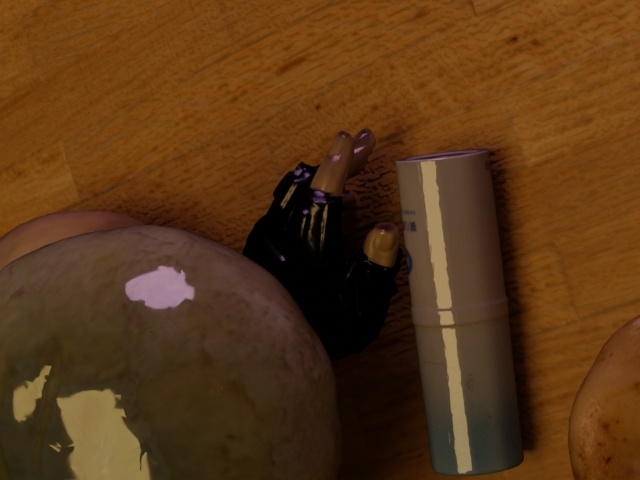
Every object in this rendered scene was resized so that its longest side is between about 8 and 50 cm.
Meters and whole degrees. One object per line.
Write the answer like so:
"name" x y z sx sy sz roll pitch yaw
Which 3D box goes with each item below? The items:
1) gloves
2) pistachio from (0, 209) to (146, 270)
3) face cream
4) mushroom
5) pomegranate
"gloves" 0.000 0.000 1.566 0.164 0.124 0.203 29 134 37
"pistachio" -0.234 0.070 1.737 0.299 0.187 0.187 -8 94 45
"face cream" 0.110 0.056 1.512 0.077 0.077 0.250 -3 96 41
"mushroom" -0.146 0.156 1.502 0.352 0.260 0.352 4 100 22
"pomegranate" 0.273 0.143 1.323 0.215 0.215 0.215 10 106 39
